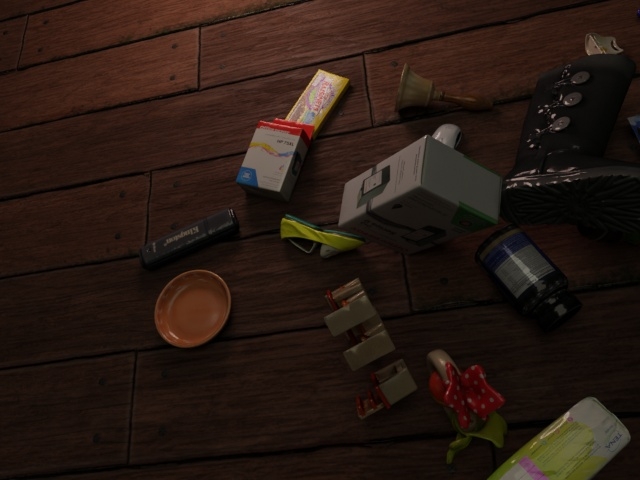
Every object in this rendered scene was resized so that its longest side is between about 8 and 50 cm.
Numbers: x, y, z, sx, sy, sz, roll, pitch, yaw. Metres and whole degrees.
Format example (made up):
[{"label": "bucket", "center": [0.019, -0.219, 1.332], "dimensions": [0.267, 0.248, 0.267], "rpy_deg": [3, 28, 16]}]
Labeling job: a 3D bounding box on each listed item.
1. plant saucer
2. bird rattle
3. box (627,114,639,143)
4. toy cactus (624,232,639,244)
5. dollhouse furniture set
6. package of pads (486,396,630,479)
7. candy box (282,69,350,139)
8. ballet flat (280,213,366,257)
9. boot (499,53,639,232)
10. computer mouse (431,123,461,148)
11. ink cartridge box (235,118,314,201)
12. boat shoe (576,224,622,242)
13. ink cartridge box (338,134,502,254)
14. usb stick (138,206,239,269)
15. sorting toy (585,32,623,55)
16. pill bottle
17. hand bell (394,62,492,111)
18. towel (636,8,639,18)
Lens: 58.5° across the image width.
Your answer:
[{"label": "plant saucer", "center": [-0.310, 0.170, 1.408], "dimensions": [0.200, 0.037, 0.200], "rpy_deg": [-5, 64, 11]}, {"label": "bird rattle", "center": [0.253, 0.302, 1.096], "dimensions": [0.143, 0.253, 0.207], "rpy_deg": [-30, 38, -1]}, {"label": "box", "center": [0.814, -0.255, 1.317], "dimensions": [0.178, 0.042, 0.109], "rpy_deg": [-13, 62, 8]}, {"label": "toy cactus", "center": [0.724, -0.081, 1.191], "dimensions": [0.219, 0.180, 0.112], "rpy_deg": [-21, 42, -1]}, {"label": "dollhouse furniture set", "center": [0.078, 0.219, 1.178], "dimensions": [0.135, 0.262, 0.259], "rpy_deg": [-29, 93, 2]}, {"label": "package of pads", "center": [0.386, 0.412, 1.005], "dimensions": [0.296, 0.229, 0.101], "rpy_deg": [-39, 62, -6]}, {"label": "candy box", "center": [-0.011, -0.383, 1.600], "dimensions": [0.105, 0.027, 0.206], "rpy_deg": [26, 74, 20]}, {"label": "ballet flat", "center": [0.000, 0.000, 1.398], "dimensions": [0.231, 0.077, 0.077], "rpy_deg": [17, 92, 24]}, {"label": "boot", "center": [0.601, -0.226, 1.210], "dimensions": [0.367, 0.146, 0.445], "rpy_deg": [6, 49, 37]}, {"label": "computer mouse", "center": [0.295, -0.225, 1.437], "dimensions": [0.106, 0.042, 0.193], "rpy_deg": [18, 71, 23]}, {"label": "ink cartridge box", "center": [-0.116, -0.230, 1.512], "dimensions": [0.134, 0.078, 0.231], "rpy_deg": [14, 76, 20]}, {"label": "boat shoe", "center": [0.615, -0.101, 1.284], "dimensions": [0.095, 0.095, 0.257], "rpy_deg": [17, 57, -17]}, {"label": "ink cartridge box", "center": [0.204, -0.081, 1.224], "dimensions": [0.211, 0.289, 0.121], "rpy_deg": [21, 65, -25]}, {"label": "usb stick", "center": [-0.343, -0.005, 1.495], "dimensions": [0.278, 0.045, 0.077], "rpy_deg": [-24, 62, 3]}, {"label": "sorting toy", "center": [0.726, -0.490, 1.456], "dimensions": [0.075, 0.045, 0.083], "rpy_deg": [-15, 62, -1]}, {"label": "pill bottle", "center": [0.439, 0.081, 1.209], "dimensions": [0.123, 0.123, 0.219], "rpy_deg": [-33, 62, -3]}, {"label": "hand bell", "center": [0.324, -0.373, 1.484], "dimensions": [0.242, 0.126, 0.126], "rpy_deg": [13, 68, 6]}, {"label": "towel", "center": [0.991, -0.595, 1.415], "dimensions": [0.308, 0.076, 0.227], "rpy_deg": [35, 78, 26]}]
